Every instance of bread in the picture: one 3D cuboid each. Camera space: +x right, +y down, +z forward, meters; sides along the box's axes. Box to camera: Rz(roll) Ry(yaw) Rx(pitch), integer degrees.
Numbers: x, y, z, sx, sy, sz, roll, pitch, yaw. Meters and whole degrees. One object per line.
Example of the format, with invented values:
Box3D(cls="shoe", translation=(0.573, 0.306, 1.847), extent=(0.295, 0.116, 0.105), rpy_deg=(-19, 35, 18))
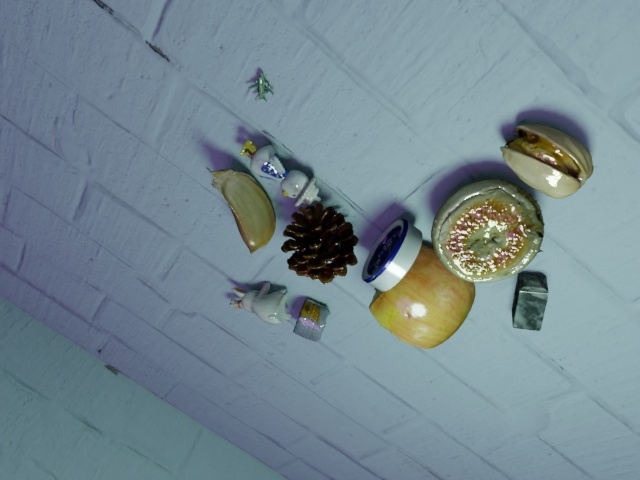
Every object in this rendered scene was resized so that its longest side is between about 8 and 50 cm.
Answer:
Box3D(cls="bread", translation=(0.470, -0.027, 1.255), extent=(0.305, 0.159, 0.305), rpy_deg=(3, 104, 14))

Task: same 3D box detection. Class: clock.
Box3D(cls="clock", translation=(0.224, 0.046, 1.381), extent=(0.083, 0.230, 0.230), rpy_deg=(31, 131, -6))

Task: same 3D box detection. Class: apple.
Box3D(cls="apple", translation=(0.352, 0.196, 1.476), extent=(0.309, 0.252, 0.314), rpy_deg=(34, 92, 1))

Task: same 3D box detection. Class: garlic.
Box3D(cls="garlic", translation=(-0.255, -0.131, 1.455), extent=(0.151, 0.196, 0.338), rpy_deg=(-16, 118, 12))

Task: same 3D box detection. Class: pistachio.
Box3D(cls="pistachio", translation=(0.575, -0.204, 1.121), extent=(0.229, 0.157, 0.157), rpy_deg=(33, 131, 1))

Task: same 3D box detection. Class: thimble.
Box3D(cls="thimble", translation=(-0.035, 0.322, 1.765), extent=(0.118, 0.127, 0.151), rpy_deg=(22, 132, 2))

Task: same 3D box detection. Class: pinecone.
Box3D(cls="pinecone", translation=(-0.008, 0.004, 1.417), extent=(0.264, 0.264, 0.264), rpy_deg=(10, 129, 13))

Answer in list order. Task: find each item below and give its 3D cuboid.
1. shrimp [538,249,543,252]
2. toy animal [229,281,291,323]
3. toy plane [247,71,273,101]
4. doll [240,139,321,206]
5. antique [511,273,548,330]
Box3D(cls="shrimp", translation=(0.528, 0.010, 1.359), extent=(0.262, 0.051, 0.198), rpy_deg=(-13, 120, 32))
Box3D(cls="toy animal", translation=(-0.247, 0.245, 1.796), extent=(0.282, 0.138, 0.140), rpy_deg=(18, 126, 37))
Box3D(cls="toy plane", translation=(-0.171, -0.446, 1.278), extent=(0.080, 0.033, 0.083), rpy_deg=(15, 123, 10))
Box3D(cls="doll", translation=(-0.122, -0.207, 1.391), extent=(0.293, 0.119, 0.138), rpy_deg=(35, 157, -8))
Box3D(cls="antique", translation=(0.674, 0.195, 1.422), extent=(0.086, 0.088, 0.183), rpy_deg=(4, 127, 18))
